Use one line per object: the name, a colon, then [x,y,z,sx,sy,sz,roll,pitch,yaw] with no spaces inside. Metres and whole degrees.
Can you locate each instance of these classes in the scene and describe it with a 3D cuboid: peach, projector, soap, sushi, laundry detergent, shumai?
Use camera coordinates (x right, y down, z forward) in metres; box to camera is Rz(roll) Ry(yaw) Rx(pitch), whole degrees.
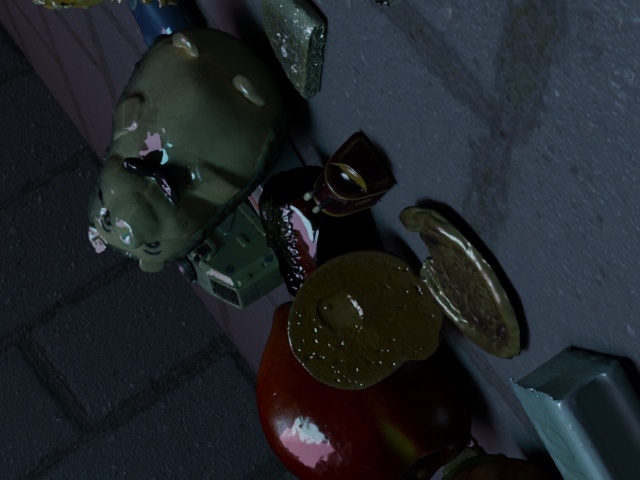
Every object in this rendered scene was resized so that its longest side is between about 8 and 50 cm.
peach: [0.029,0.231,1.777,0.361,0.201,0.258,44,119,16]
projector: [-0.174,-0.003,2.229,0.269,0.193,0.088,46,163,37]
soap: [0.306,0.237,1.286,0.261,0.094,0.150,58,167,-9]
sushi: [0.000,0.000,1.742,0.126,0.136,0.225,33,150,41]
laundry detergent: [-0.249,-0.371,1.873,0.143,0.094,0.290,34,158,44]
shumai: [0.243,0.366,1.930,0.080,0.083,0.082,30,-151,-23]

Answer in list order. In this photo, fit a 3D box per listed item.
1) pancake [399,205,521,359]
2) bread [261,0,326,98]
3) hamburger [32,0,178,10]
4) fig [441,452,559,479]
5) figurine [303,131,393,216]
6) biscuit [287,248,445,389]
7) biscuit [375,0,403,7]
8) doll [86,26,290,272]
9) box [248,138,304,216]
pancake: [0.170,0.051,1.479,0.212,0.029,0.235,40,161,48]
bread: [-0.041,-0.253,1.502,0.112,0.036,0.193,55,167,13]
hamburger: [-0.229,-0.381,1.297,0.287,0.268,0.445,41,147,-7]
fig: [0.249,0.370,1.645,0.205,0.205,0.205,52,166,18]
figurine: [0.026,-0.073,1.557,0.082,0.098,0.154,59,170,4]
biscuit: [0.057,0.103,1.661,0.181,0.208,0.049,57,-166,0]
biscuit: [0.017,-0.322,1.096,0.250,0.046,0.147,59,166,-6]
doll: [-0.195,-0.117,1.706,0.247,0.349,0.247,27,-153,-15]
box: [-0.111,-0.159,1.880,0.269,0.079,0.135,59,167,-10]
